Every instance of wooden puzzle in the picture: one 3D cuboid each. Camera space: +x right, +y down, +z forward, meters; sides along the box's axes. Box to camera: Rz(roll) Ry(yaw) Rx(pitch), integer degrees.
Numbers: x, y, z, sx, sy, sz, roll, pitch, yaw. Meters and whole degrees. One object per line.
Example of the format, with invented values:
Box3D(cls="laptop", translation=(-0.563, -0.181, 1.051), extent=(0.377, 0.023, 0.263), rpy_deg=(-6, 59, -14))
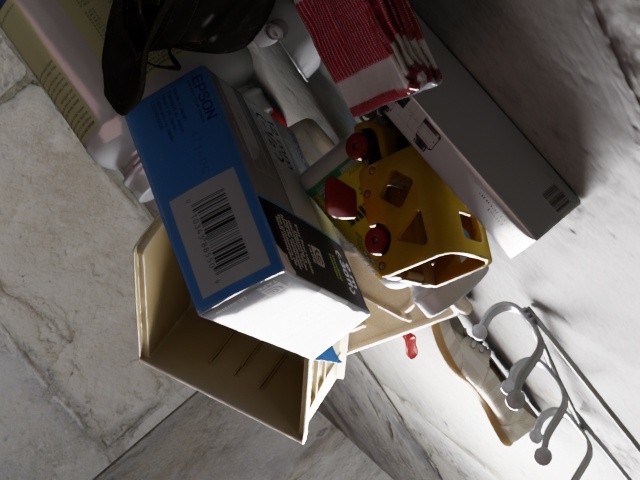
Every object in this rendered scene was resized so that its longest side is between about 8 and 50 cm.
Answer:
Box3D(cls="wooden puzzle", translation=(0.000, 0.000, 1.900), extent=(0.322, 0.080, 0.347), rpy_deg=(49, 143, -16))

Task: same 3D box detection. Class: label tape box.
Box3D(cls="label tape box", translation=(-0.053, -0.015, 1.612), extent=(0.347, 0.115, 0.249), rpy_deg=(27, -144, -62))

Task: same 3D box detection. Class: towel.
Box3D(cls="towel", translation=(-0.016, -0.259, 1.203), extent=(0.329, 0.037, 0.237), rpy_deg=(64, 169, -5))

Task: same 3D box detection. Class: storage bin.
Box3D(cls="storage bin", translation=(-0.101, 0.097, 1.918), extent=(0.262, 0.123, 0.260), rpy_deg=(25, 143, 17))

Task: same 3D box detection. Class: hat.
Box3D(cls="hat", translation=(-0.115, -0.259, 1.439), extent=(0.133, 0.331, 0.331), rpy_deg=(13, -178, -18))

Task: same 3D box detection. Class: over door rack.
Box3D(cls="over door rack", translation=(0.302, 0.230, 1.593), extent=(0.324, 0.108, 0.239), rpy_deg=(39, 166, 45))

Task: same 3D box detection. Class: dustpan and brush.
Box3D(cls="dustpan and brush", translation=(-0.048, -0.229, 1.565), extent=(0.147, 0.060, 0.211), rpy_deg=(52, 170, -10))

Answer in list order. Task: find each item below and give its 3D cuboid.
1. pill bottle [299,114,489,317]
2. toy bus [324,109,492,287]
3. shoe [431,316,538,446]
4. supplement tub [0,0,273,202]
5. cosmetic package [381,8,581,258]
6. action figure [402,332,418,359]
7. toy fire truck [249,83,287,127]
Box3D(cls="pill bottle", translation=(0.084, -0.023, 1.583), extent=(0.208, 0.117, 0.117), rpy_deg=(51, 170, -3))
Box3D(cls="toy bus", translation=(0.101, -0.056, 1.422), extent=(0.104, 0.191, 0.202), rpy_deg=(-24, 113, 34))
Box3D(cls="shoe", translation=(0.215, 0.171, 1.923), extent=(0.219, 0.058, 0.076), rpy_deg=(57, -161, -15))
Box3D(cls="supplement tub", translation=(-0.229, -0.233, 1.768), extent=(0.325, 0.235, 0.235), rpy_deg=(55, 170, 1))
Box3D(cls="cosmetic package", translation=(0.123, -0.097, 1.313), extent=(0.239, 0.060, 0.099), rpy_deg=(49, 171, 4))
Box3D(cls="action figure", translation=(0.070, 0.085, 2.098), extent=(0.280, 0.091, 0.139), rpy_deg=(42, 158, 37))
Box3D(cls="toy fire truck", translation=(-0.086, -0.103, 2.015), extent=(0.246, 0.158, 0.217), rpy_deg=(31, 168, 12))
